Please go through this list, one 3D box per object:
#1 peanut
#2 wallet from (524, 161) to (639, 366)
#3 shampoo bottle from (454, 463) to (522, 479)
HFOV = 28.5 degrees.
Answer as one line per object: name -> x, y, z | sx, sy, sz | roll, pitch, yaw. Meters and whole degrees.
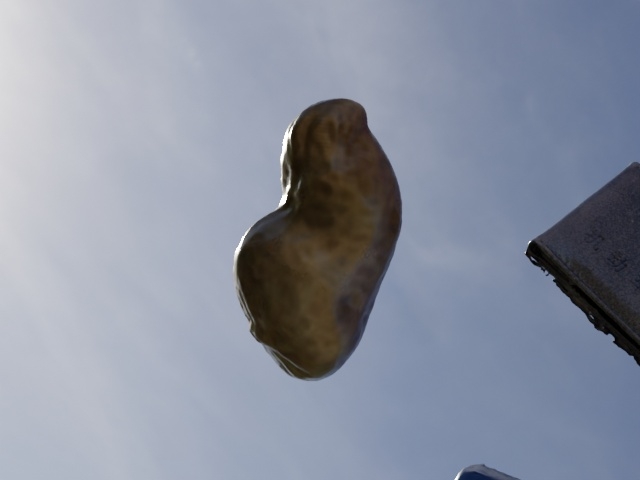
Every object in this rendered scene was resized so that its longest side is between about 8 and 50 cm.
peanut -> 0.000, 0.000, 1.122 | 0.137, 0.253, 0.122 | 16, 5, -29
wallet -> 0.326, 0.039, 1.197 | 0.222, 0.167, 0.036 | 48, -26, 17
shampoo bottle -> 0.143, 0.150, 0.539 | 0.183, 0.050, 0.087 | 18, -20, 20
